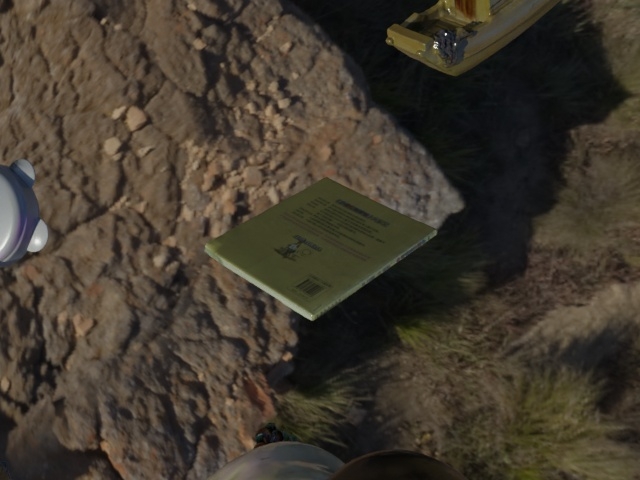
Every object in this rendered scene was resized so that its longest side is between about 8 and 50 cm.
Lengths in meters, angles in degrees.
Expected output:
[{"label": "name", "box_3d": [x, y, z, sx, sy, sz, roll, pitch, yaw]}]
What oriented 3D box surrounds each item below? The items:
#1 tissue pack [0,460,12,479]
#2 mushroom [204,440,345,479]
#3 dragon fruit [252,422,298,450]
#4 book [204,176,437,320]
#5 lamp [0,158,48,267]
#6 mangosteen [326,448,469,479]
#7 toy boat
[{"label": "tissue pack", "box_3d": [-0.655, 0.463, 1.428, 0.169, 0.120, 0.082, -10, 99, 10]}, {"label": "mushroom", "box_3d": [-0.025, 0.308, 0.677, 0.234, 0.253, 0.260, 56, 33, -10]}, {"label": "dragon fruit", "box_3d": [-0.074, 0.421, 1.472, 0.142, 0.138, 0.175, 15, 63, -39]}, {"label": "book", "box_3d": [0.000, 0.000, 0.840, 0.192, 0.168, 0.013, -31, 134, -34]}, {"label": "lamp", "box_3d": [-0.581, -0.035, 1.368, 0.245, 0.108, 0.180, -15, 82, 13]}, {"label": "mangosteen", "box_3d": [0.058, 0.183, 0.446, 0.140, 0.140, 0.140, -2, 94, -23]}, {"label": "toy boat", "box_3d": [0.127, -0.188, 0.583, 0.200, 0.057, 0.077, -39, 139, -23]}]
